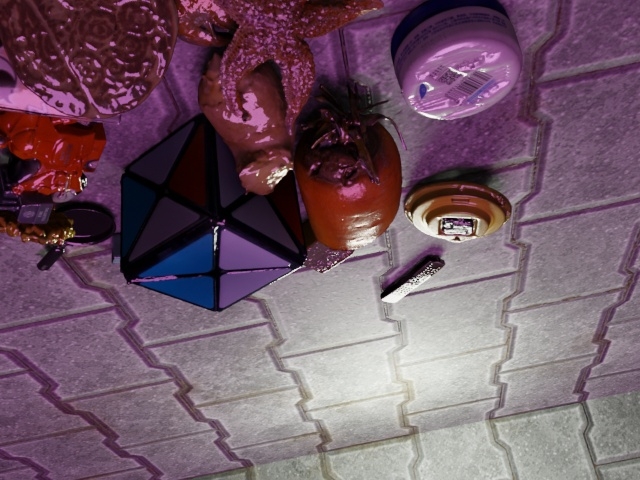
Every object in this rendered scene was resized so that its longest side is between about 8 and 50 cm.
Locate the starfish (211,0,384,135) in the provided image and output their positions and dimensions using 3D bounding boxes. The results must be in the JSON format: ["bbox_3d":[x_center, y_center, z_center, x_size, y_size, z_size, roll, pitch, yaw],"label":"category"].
[{"bbox_3d":[-0.044,-0.313,1.208,0.302,0.060,0.299,-33,122,9],"label":"starfish"}]

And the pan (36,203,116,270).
[{"bbox_3d":[-0.515,-0.007,1.682,0.136,0.028,0.235,22,133,-41],"label":"pan"}]

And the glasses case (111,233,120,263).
[{"bbox_3d":[-0.313,0.017,1.776,0.266,0.056,0.105,0,172,-17],"label":"glasses case"}]

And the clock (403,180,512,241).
[{"bbox_3d":[0.295,-0.049,1.777,0.236,0.057,0.237,5,153,3],"label":"clock"}]

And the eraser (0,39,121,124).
[{"bbox_3d":[-0.426,-0.270,1.177,0.290,0.087,0.171,5,102,-24],"label":"eraser"}]

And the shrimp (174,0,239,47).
[{"bbox_3d":[-0.149,-0.328,1.247,0.190,0.042,0.101,17,131,-32],"label":"shrimp"}]

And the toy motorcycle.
[{"bbox_3d":[-0.471,-0.150,1.352,0.221,0.148,0.326,-1,148,-32],"label":"toy motorcycle"}]

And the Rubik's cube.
[{"bbox_3d":[-0.197,-0.043,1.508,0.246,0.250,0.248,-30,142,29],"label":"Rubik's cube"}]

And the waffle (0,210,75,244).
[{"bbox_3d":[-0.540,-0.039,1.508,0.191,0.191,0.038,13,104,-33],"label":"waffle"}]

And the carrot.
[{"bbox_3d":[0.056,-0.126,1.495,0.214,0.193,0.331,-10,149,6],"label":"carrot"}]

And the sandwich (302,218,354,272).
[{"bbox_3d":[0.000,0.000,1.793,0.258,0.096,0.094,-35,136,31],"label":"sandwich"}]

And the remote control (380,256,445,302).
[{"bbox_3d":[0.232,0.100,2.086,0.059,0.028,0.212,16,140,-31],"label":"remote control"}]

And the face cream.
[{"bbox_3d":[0.224,-0.295,1.354,0.205,0.111,0.206,-6,149,-4],"label":"face cream"}]

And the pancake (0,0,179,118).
[{"bbox_3d":[-0.317,-0.294,1.143,0.250,0.031,0.250,-6,110,-18],"label":"pancake"}]

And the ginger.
[{"bbox_3d":[-0.111,-0.201,1.368,0.138,0.152,0.267,-17,117,15],"label":"ginger"}]
